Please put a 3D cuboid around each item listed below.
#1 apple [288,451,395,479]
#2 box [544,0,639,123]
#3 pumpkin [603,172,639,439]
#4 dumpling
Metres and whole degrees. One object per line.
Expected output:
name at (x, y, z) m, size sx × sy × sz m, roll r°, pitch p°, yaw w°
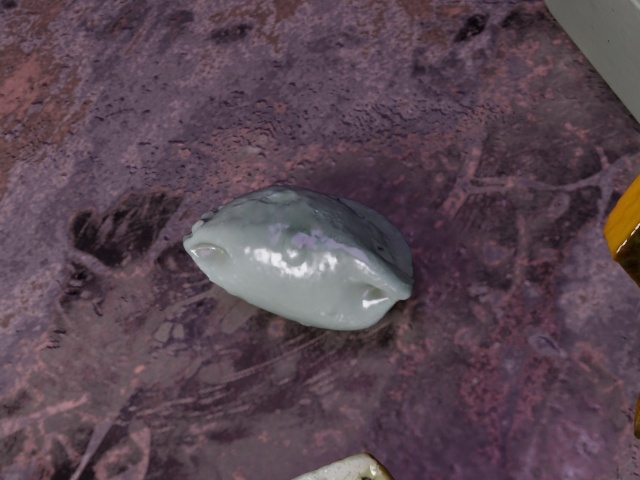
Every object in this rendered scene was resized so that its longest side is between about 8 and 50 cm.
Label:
apple at (-0.035, 0.280, 0.821) m, size 0.264 × 0.120 × 0.193 m, roll -23°, pitch 66°, yaw 1°
box at (0.417, -0.230, 1.019) m, size 0.343 × 0.177 × 0.352 m, roll -24°, pitch 54°, yaw -6°
pumpkin at (0.324, -0.006, 0.829) m, size 0.258 × 0.290 × 0.095 m, roll -20°, pitch 26°, yaw -4°
dumpling at (-0.004, -0.003, 1.008) m, size 0.216 × 0.105 × 0.149 m, roll 18°, pitch 63°, yaw 25°
